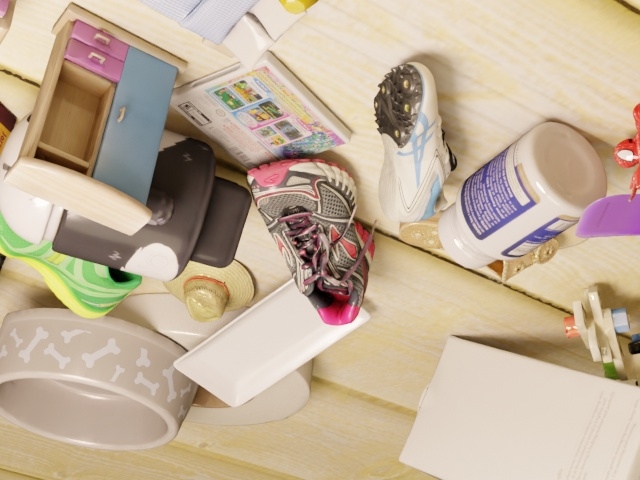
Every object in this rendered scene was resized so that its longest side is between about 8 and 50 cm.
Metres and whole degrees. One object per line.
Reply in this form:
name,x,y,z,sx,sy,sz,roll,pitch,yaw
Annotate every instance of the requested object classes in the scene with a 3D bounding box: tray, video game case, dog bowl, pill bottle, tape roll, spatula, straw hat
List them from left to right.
dog bowl,-0.365,0.231,1.596,0.349,0.102,0.349,7,149,4
tape roll,-0.204,0.208,1.689,0.392,0.072,0.392,5,149,3
straw hat,-0.165,0.083,1.455,0.144,0.061,0.144,4,139,4
video game case,-0.067,-0.137,1.131,0.143,0.019,0.157,-16,142,33
tray,-0.073,0.139,1.495,0.270,0.030,0.145,-35,128,17
pill bottle,0.218,-0.042,1.140,0.112,0.112,0.186,21,147,-22
spatula,0.414,-0.054,1.069,0.296,0.030,0.084,-16,151,-9

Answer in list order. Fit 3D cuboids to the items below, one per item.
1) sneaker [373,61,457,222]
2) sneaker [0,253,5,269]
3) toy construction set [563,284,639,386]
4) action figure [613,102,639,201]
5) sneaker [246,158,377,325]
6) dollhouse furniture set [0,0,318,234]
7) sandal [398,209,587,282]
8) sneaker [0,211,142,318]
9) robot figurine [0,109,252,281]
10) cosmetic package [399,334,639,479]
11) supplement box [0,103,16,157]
sneaker,0.107,-0.107,1.099,0.086,0.085,0.237,-18,147,-10
sneaker,-0.538,0.062,1.501,0.097,0.084,0.234,23,146,-23
toy construction set,0.494,0.146,1.358,0.327,0.151,0.215,4,175,21
action figure,0.396,-0.109,0.974,0.091,0.139,0.280,26,147,-27
sneaker,0.000,0.000,1.249,0.121,0.112,0.299,-7,148,21
dollhouse furniture set,-0.185,-0.186,0.898,0.286,0.198,0.303,24,145,-27
sandal,0.216,0.016,1.269,0.240,0.079,0.088,4,149,5
sneaker,-0.343,-0.010,1.345,0.123,0.109,0.295,-28,138,11
robot figurine,-0.223,-0.056,1.155,0.278,0.173,0.209,17,145,-16
cosmetic package,0.318,0.290,1.447,0.156,0.217,0.385,32,169,-36
supplement box,-0.432,-0.143,1.114,0.081,0.104,0.188,-7,147,22
